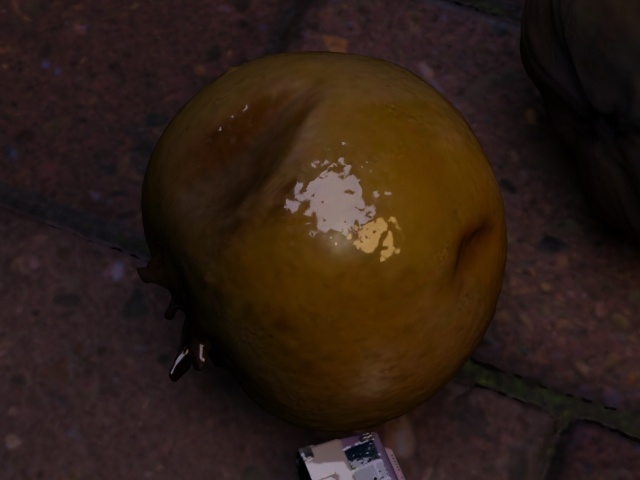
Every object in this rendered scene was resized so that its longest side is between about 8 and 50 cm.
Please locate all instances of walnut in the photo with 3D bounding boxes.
[{"bbox_3d":[0.244,-0.112,0.778,0.248,0.248,0.248,0,65,0],"label":"walnut"}]

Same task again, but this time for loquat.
[{"bbox_3d":[-0.002,-0.005,0.740,0.213,0.213,0.213,0,65,0],"label":"loquat"}]

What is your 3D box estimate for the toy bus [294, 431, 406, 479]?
[{"bbox_3d":[0.026,0.157,0.748,0.058,0.052,0.102,-19,69,-11],"label":"toy bus"}]
